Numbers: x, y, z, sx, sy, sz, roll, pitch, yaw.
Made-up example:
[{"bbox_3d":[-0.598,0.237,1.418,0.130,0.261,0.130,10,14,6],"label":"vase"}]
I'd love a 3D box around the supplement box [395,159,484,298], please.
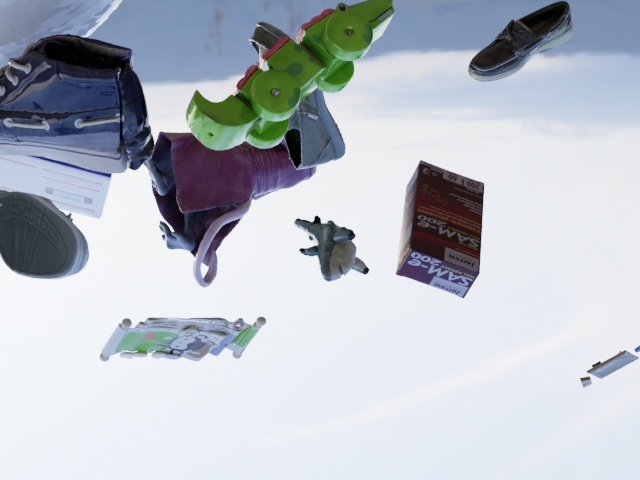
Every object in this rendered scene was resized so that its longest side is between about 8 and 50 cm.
[{"bbox_3d":[0.209,-0.022,2.281,0.130,0.073,0.239,19,-137,-9],"label":"supplement box"}]

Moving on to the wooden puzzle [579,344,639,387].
[{"bbox_3d":[0.434,0.184,1.965,0.116,0.014,0.078,-29,156,14],"label":"wooden puzzle"}]

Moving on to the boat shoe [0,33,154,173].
[{"bbox_3d":[-0.378,-0.194,1.673,0.340,0.158,0.127,7,-140,8],"label":"boat shoe"}]

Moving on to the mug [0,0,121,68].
[{"bbox_3d":[-0.426,-0.426,1.776,0.328,0.374,0.276,-46,-170,33],"label":"mug"}]

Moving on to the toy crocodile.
[{"bbox_3d":[-0.032,-0.229,1.755,0.340,0.105,0.115,-41,173,-22],"label":"toy crocodile"}]

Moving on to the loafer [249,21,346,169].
[{"bbox_3d":[-0.044,-0.202,1.921,0.087,0.251,0.094,-35,-148,-12],"label":"loafer"}]

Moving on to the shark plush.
[{"bbox_3d":[0.000,0.000,1.790,0.067,0.073,0.161,-31,-133,-11],"label":"shark plush"}]

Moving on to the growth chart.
[{"bbox_3d":[-0.215,0.153,2.027,0.237,0.021,0.172,1,153,-15],"label":"growth chart"}]

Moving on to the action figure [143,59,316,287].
[{"bbox_3d":[-0.116,-0.130,2.316,0.370,0.248,0.276,-20,-125,-23],"label":"action figure"}]

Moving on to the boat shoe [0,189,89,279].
[{"bbox_3d":[-0.436,-0.017,1.967,0.103,0.118,0.320,3,-172,-45],"label":"boat shoe"}]

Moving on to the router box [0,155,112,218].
[{"bbox_3d":[-0.546,-0.153,2.425,0.335,0.082,0.301,15,164,-10],"label":"router box"}]

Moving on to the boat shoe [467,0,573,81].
[{"bbox_3d":[0.237,-0.242,1.576,0.152,0.049,0.056,-33,-130,-21],"label":"boat shoe"}]
